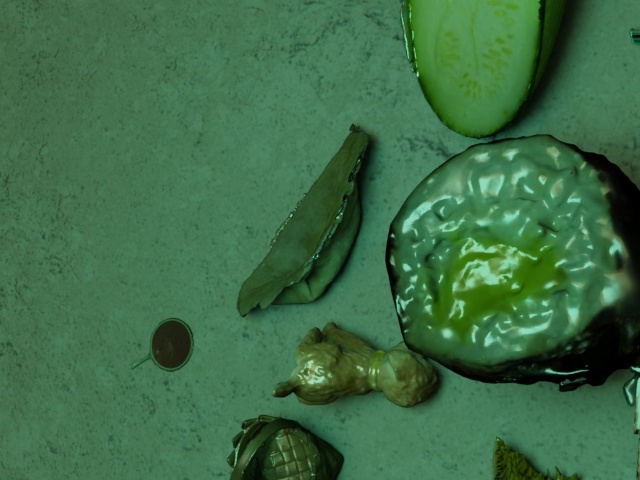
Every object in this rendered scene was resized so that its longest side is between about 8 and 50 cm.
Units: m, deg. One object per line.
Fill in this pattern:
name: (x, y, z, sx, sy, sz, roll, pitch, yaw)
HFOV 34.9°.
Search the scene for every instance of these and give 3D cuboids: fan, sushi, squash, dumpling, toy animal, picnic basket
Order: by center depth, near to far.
sushi: (0.262, 0.036, 1.194, 0.299, 0.294, 0.281, 4, 80, 28)
squash: (0.205, -0.304, 1.334, 0.233, 0.210, 0.309, 17, 86, 42)
toy animal: (0.052, 0.190, 1.357, 0.185, 0.184, 0.104, 15, 114, 23)
picnic basket: (-0.067, 0.304, 1.395, 0.137, 0.178, 0.128, 24, 93, 30)
dumpling: (0.002, 0.000, 1.463, 0.332, 0.086, 0.166, -58, 29, 9)
fan: (-0.256, 0.176, 1.621, 0.133, 0.005, 0.085, -29, 70, 21)

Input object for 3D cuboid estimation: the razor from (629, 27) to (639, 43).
razor: (0.464, -0.332, 1.292, 0.191, 0.037, 0.068, -61, 19, 2)

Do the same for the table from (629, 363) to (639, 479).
table: (0.441, 0.281, 1.081, 0.196, 0.250, 0.282, 3, 85, 27)

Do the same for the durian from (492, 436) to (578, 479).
durian: (0.284, 0.411, 1.238, 0.195, 0.185, 0.305, 12, 78, 7)
